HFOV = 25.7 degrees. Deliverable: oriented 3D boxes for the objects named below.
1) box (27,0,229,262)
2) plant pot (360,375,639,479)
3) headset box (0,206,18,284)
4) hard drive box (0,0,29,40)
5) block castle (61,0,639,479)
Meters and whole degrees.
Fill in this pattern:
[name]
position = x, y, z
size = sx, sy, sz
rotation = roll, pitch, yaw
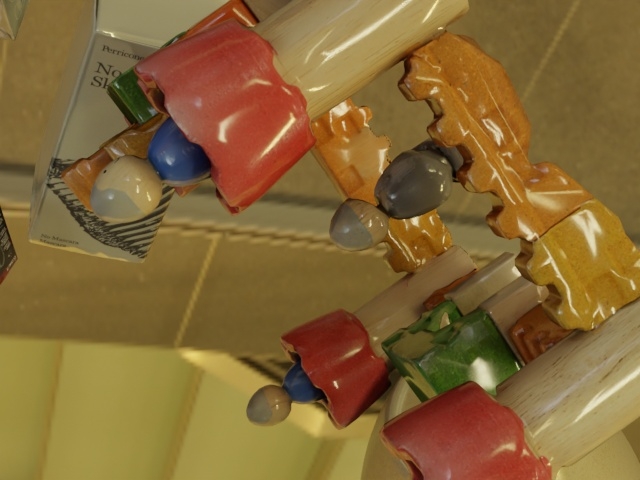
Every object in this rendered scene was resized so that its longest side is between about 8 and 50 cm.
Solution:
[box]
position = -0.162, -0.100, 1.157
size = 0.113, 0.094, 0.275
rotation = 10, 142, -15
[plant pot]
position = 0.137, 0.187, 1.090
size = 0.256, 0.256, 0.274
rotation = -12, 149, 5
[headset box]
position = -0.282, 0.010, 1.151
size = 0.032, 0.062, 0.083
rotation = 11, 138, 16
[hard drive box]
position = -0.278, -0.278, 1.025
size = 0.181, 0.232, 0.089
rotation = 13, 155, 6
[block castle]
position = 0.000, 0.000, 0.850
size = 0.213, 0.453, 0.303
rotation = -35, 98, -6
